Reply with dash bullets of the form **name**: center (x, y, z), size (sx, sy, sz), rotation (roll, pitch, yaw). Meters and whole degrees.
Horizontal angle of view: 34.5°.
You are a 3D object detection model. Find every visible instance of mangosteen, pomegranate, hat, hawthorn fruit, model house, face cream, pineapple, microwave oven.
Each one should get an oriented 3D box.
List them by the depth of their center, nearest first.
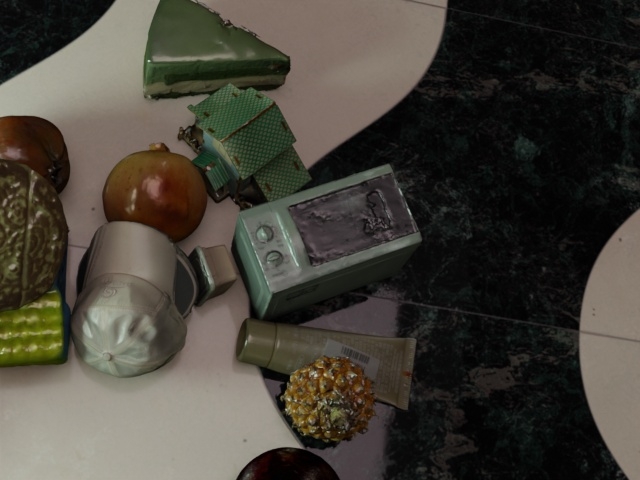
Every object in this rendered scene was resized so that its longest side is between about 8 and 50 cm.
- **mangosteen**: center (-0.079, 0.483, 1.764), size (0.261, 0.235, 0.236), rotation (-25, 75, 26)
- **model house**: center (-0.558, 0.095, 1.778), size (0.237, 0.215, 0.303), rotation (-2, 79, -10)
- **hat**: center (-0.340, 0.103, 1.807), size (0.231, 0.161, 0.275), rotation (5, 88, 5)
- **pineapple**: center (0.027, 0.299, 1.830), size (0.176, 0.137, 0.162), rotation (18, 100, -15)
- **hawthorn fruit**: center (-0.583, -0.136, 1.862), size (0.251, 0.199, 0.200), rotation (4, 71, 15)
- **pomegranate**: center (-0.303, -0.081, 1.893), size (0.191, 0.191, 0.191), rotation (3, 72, -10)
- **microwave oven**: center (0.000, 0.000, 1.893), size (0.295, 0.237, 0.181), rotation (-19, 76, -15)
- **face cream**: center (0.015, 0.218, 1.920), size (0.341, 0.084, 0.137), rotation (13, 74, -15)
- **model house**: center (-0.151, -0.176, 1.935), size (0.178, 0.206, 0.271), rotation (-35, 83, -19)

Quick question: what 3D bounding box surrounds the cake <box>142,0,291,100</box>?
- **cake**: center (-0.217, -0.329, 2.003), size (0.283, 0.158, 0.172), rotation (26, 71, -5)

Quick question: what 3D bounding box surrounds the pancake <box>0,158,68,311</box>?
- **pancake**: center (-0.520, -0.005, 1.625), size (0.250, 0.031, 0.250), rotation (-8, 106, -28)

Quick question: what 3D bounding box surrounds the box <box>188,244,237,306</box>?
- **box**: center (-0.205, 0.061, 1.901), size (0.062, 0.122, 0.089), rotation (-15, 76, -28)
